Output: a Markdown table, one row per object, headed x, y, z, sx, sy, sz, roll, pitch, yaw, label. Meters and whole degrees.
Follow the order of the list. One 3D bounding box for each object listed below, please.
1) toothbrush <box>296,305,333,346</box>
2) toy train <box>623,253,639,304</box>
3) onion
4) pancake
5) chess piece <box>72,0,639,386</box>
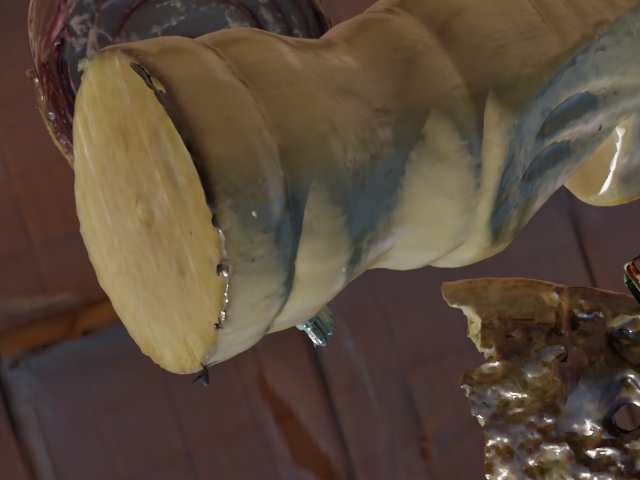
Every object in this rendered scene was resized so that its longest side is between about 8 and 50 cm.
| x | y | z | sx | sy | sz | roll | pitch | yaw | label |
| --- | --- | --- | --- | --- | --- | --- | --- | --- | --- |
| 0.000 | 0.000 | 0.857 | 0.016 | 0.019 | 0.219 | -35 | -162 | 14 | toothbrush |
| 0.233 | 0.101 | 0.846 | 0.053 | 0.249 | 0.085 | -30 | 168 | -19 | toy train |
| -0.130 | -0.160 | 1.603 | 0.282 | 0.336 | 0.260 | -31 | -171 | -7 | onion |
| 0.199 | 0.118 | 0.990 | 0.212 | 0.257 | 0.056 | -20 | -175 | 26 | pancake |
| 0.057 | -0.051 | 0.674 | 0.301 | 0.137 | 0.137 | -19 | 177 | -26 | chess piece |
